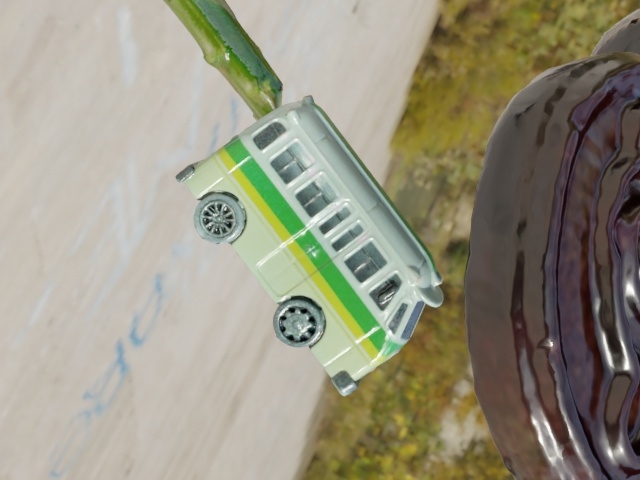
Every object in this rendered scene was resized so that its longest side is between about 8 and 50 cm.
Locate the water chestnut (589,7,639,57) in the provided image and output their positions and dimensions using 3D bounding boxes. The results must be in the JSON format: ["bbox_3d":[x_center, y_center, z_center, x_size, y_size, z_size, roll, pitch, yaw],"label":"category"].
[{"bbox_3d":[0.465,-0.148,1.607,0.302,0.350,0.350,0,117,-63],"label":"water chestnut"}]

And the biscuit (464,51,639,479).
[{"bbox_3d":[0.260,0.049,1.021,0.407,0.091,0.407,8,79,-48],"label":"biscuit"}]

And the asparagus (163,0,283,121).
[{"bbox_3d":[-0.143,-0.296,1.932,0.085,0.343,0.082,-42,-170,-11],"label":"asparagus"}]

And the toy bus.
[{"bbox_3d":[0.000,0.000,1.305,0.165,0.276,0.133,-37,-178,13],"label":"toy bus"}]
